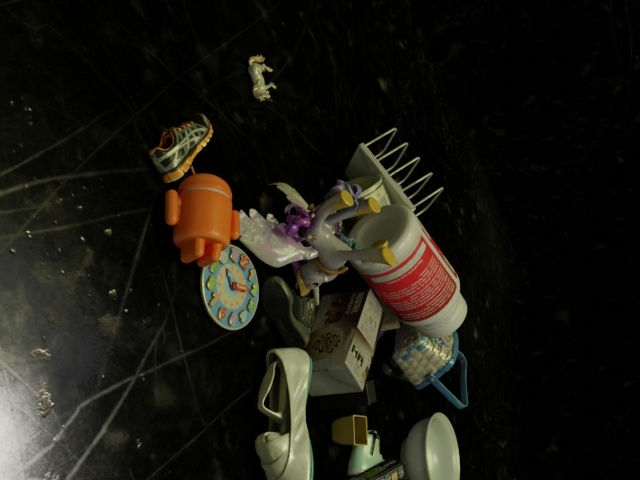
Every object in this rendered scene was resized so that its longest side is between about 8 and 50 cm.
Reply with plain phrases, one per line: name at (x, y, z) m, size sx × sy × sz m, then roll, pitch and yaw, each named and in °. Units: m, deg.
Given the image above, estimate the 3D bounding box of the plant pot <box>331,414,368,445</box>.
plant pot at (0.078, 0.540, 1.858) m, size 0.081 × 0.083 × 0.082 m, roll 28°, pitch 56°, yaw -54°

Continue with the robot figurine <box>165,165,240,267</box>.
robot figurine at (-0.259, -0.054, 1.460) m, size 0.128 × 0.158 × 0.219 m, roll 98°, pitch -8°, yaw -68°

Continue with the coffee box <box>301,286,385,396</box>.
coffee box at (0.060, 0.281, 1.846) m, size 0.119 × 0.168 × 0.297 m, roll 60°, pitch 34°, yaw -28°

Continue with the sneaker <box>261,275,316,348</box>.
sneaker at (-0.080, 0.164, 1.736) m, size 0.228 × 0.087 × 0.130 m, roll 63°, pitch 30°, yaw -29°

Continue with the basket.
basket at (0.386, 0.397, 2.188) m, size 0.289 × 0.201 × 0.255 m, roll 44°, pitch 27°, yaw -17°

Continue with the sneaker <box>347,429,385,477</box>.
sneaker at (0.179, 0.656, 1.970) m, size 0.256 × 0.094 × 0.151 m, roll 40°, pitch 52°, yaw -44°

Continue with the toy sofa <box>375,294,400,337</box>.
toy sofa at (0.251, 0.223, 2.228) m, size 0.362 × 0.150 × 0.177 m, roll -26°, pitch 100°, yaw -61°

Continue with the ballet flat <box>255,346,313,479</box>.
ballet flat at (-0.097, 0.442, 1.571) m, size 0.139 × 0.139 × 0.400 m, roll 41°, pitch 41°, yaw -47°

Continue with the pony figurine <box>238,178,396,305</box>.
pony figurine at (-0.012, -0.013, 1.726) m, size 0.351 × 0.363 × 0.303 m, roll 54°, pitch 41°, yaw -9°

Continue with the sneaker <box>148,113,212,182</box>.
sneaker at (-0.314, -0.227, 1.484) m, size 0.083 × 0.084 × 0.215 m, roll 51°, pitch 39°, yaw -31°

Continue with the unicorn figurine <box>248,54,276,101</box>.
unicorn figurine at (-0.168, -0.450, 1.866) m, size 0.162 × 0.060 × 0.111 m, roll 61°, pitch 29°, yaw 4°

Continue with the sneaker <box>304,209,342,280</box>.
sneaker at (0.000, 0.000, 1.942) m, size 0.104 × 0.095 × 0.236 m, roll 27°, pitch 56°, yaw -45°

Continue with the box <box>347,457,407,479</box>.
box at (0.144, 0.755, 1.816) m, size 0.270 × 0.060 × 0.216 m, roll -8°, pitch 90°, yaw -43°

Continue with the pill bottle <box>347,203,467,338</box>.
pill bottle at (0.268, 0.104, 1.939) m, size 0.408 × 0.229 × 0.229 m, roll 50°, pitch 39°, yaw -32°

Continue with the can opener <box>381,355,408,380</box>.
can opener at (0.293, 0.444, 2.318) m, size 0.283 × 0.076 × 0.095 m, roll 31°, pitch 20°, yaw -52°

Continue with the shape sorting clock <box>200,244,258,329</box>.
shape sorting clock at (-0.212, 0.110, 1.566) m, size 0.206 × 0.040 × 0.206 m, roll 32°, pitch 51°, yaw -52°

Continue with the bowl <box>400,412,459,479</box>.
bowl at (0.359, 0.740, 2.222) m, size 0.298 × 0.134 × 0.298 m, roll 33°, pitch 50°, yaw -52°

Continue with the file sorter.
file sorter at (0.249, -0.202, 2.190) m, size 0.173 × 0.193 × 0.278 m, roll -31°, pitch 77°, yaw -23°

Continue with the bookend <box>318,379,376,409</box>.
bookend at (0.098, 0.427, 1.864) m, size 0.156 × 0.157 × 0.072 m, roll 5°, pitch 74°, yaw -59°

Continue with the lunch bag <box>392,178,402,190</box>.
lunch bag at (0.241, -0.076, 2.375) m, size 0.243 × 0.115 × 0.303 m, roll 24°, pitch 57°, yaw -58°

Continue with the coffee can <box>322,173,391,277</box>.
coffee can at (0.150, -0.048, 2.105) m, size 0.275 × 0.201 × 0.201 m, roll 67°, pitch 30°, yaw -17°
